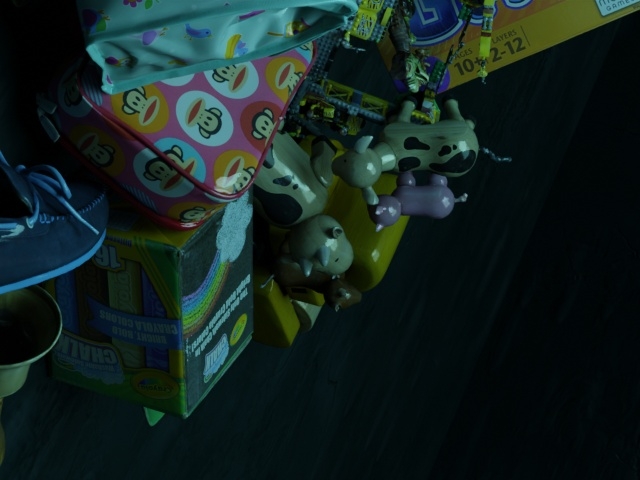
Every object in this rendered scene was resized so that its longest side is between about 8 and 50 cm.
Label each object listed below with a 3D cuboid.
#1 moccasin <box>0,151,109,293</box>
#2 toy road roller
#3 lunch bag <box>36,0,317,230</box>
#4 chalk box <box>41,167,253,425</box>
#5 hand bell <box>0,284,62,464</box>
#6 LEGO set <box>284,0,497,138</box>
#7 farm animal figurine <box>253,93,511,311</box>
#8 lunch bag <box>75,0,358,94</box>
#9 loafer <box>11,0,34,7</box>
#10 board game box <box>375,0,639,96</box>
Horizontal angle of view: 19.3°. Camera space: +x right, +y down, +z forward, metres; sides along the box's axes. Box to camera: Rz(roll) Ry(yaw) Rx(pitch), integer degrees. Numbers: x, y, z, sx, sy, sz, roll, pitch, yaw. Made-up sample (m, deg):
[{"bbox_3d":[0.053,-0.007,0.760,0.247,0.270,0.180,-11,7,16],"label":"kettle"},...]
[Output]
[{"bbox_3d":[-0.303,-0.021,1.783,0.342,0.137,0.117,-34,131,-62],"label":"moccasin"},{"bbox_3d":[0.000,0.000,2.437,0.329,0.240,0.202,72,38,-56],"label":"toy road roller"},{"bbox_3d":[-0.157,-0.181,1.951,0.120,0.258,0.293,-35,-158,48],"label":"lunch bag"},{"bbox_3d":[-0.189,0.066,2.085,0.180,0.179,0.289,-50,149,-50],"label":"chalk box"},{"bbox_3d":[-0.333,0.164,1.912,0.126,0.126,0.242,-53,162,-46],"label":"hand bell"},{"bbox_3d":[0.075,-0.222,2.221,0.331,0.255,0.192,-59,-170,30],"label":"LEGO set"},{"bbox_3d":[-0.003,-0.058,2.145,0.330,0.326,0.172,-50,-163,30],"label":"farm animal figurine"},{"bbox_3d":[-0.111,-0.284,1.809,0.160,0.262,0.223,82,-6,-72],"label":"lunch bag"},{"bbox_3d":[-0.284,-0.285,1.759,0.061,0.062,0.170,-60,154,-24],"label":"loafer"},{"bbox_3d":[0.243,-0.434,2.418,0.357,0.356,0.356,64,31,-8],"label":"board game box"}]
